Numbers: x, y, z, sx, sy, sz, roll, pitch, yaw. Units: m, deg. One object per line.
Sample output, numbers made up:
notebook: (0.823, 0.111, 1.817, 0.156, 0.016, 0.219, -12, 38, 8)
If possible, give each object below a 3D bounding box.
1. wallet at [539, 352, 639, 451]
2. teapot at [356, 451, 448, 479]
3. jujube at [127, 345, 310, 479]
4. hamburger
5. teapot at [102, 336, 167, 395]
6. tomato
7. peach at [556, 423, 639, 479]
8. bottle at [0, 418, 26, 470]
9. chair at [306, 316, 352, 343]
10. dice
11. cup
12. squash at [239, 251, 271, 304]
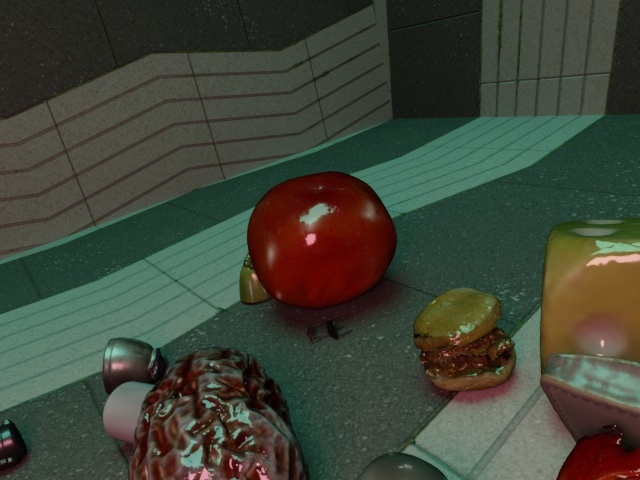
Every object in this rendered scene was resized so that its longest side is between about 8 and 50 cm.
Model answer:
wallet: (0.390, 0.205, 0.492, 0.360, 0.252, 0.083, 11, 57, 49)
teapot: (0.033, 0.328, 0.515, 0.250, 0.184, 0.183, -28, 21, -4)
jujube: (-0.129, 0.266, 0.698, 0.226, 0.226, 0.317, -17, 22, -8)
hamburger: (0.223, 0.164, 0.881, 0.159, 0.131, 0.185, -31, 18, -20)
teapot: (-0.365, 0.255, 1.090, 0.108, 0.149, 0.111, 0, 58, -5)
tomato: (0.000, 0.000, 1.219, 0.325, 0.290, 0.293, -12, 41, -4)
peach: (0.301, 0.259, 0.460, 0.189, 0.196, 0.226, 4, 33, -2)
bottle: (-0.629, 0.386, 0.915, 0.244, 0.072, 0.082, -22, 58, -19)
chair: (0.018, 0.179, 1.095, 0.086, 0.037, 0.042, -18, 9, -22)
dice: (0.424, 0.092, 0.730, 0.233, 0.227, 0.238, 1, 11, 26)
cup: (-0.268, 0.298, 0.912, 0.133, 0.136, 0.099, -2, 57, 31)
squash: (-0.164, 0.076, 1.350, 0.105, 0.132, 0.105, -10, 21, 4)
